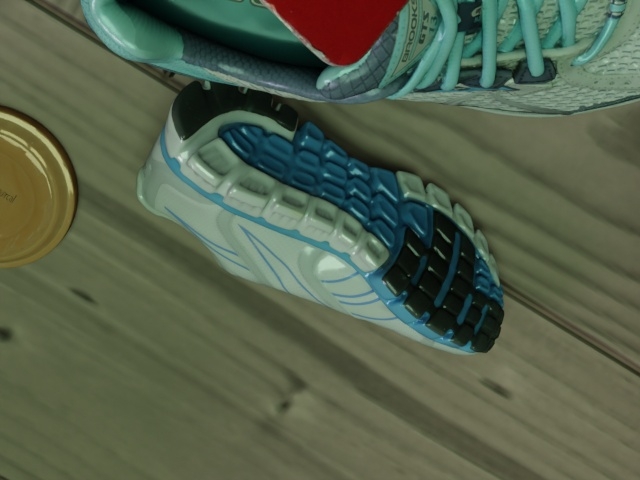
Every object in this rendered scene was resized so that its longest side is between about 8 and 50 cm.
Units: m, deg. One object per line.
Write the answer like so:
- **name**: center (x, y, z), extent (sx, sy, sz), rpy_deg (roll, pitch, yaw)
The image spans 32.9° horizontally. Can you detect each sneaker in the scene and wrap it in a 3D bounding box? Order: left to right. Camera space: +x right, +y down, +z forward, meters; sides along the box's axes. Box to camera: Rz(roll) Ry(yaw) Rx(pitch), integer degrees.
- **sneaker**: center (0.000, 0.000, 0.505), extent (0.191, 0.071, 0.083), rpy_deg (33, 141, -17)
- **sneaker**: center (0.043, -0.087, 0.423), extent (0.283, 0.122, 0.110), rpy_deg (2, 115, 2)

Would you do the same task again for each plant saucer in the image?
- **plant saucer**: center (-0.159, -0.024, 0.521), extent (0.083, 0.013, 0.083), rpy_deg (1, 115, 2)

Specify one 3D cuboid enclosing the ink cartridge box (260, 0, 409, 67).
- **ink cartridge box**: center (0.003, -0.248, 0.285), extent (0.309, 0.130, 0.272), rpy_deg (41, 78, -15)
